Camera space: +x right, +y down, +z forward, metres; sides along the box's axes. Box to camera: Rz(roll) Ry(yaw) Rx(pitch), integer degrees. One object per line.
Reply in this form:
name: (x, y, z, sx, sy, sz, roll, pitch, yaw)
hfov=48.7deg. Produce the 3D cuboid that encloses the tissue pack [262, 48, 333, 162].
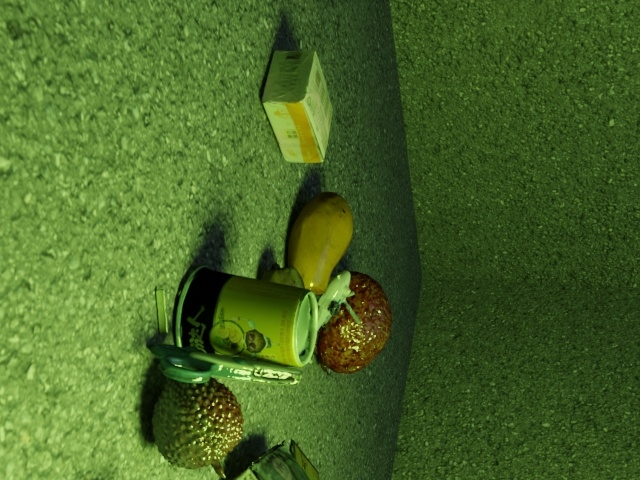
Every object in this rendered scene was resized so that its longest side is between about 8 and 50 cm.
tissue pack: (-0.055, -0.338, 1.796, 0.225, 0.124, 0.185, 68, 29, -54)

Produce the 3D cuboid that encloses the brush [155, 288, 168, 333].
brush: (-0.281, 0.126, 1.255, 0.013, 0.016, 0.084, -78, 166, -75)

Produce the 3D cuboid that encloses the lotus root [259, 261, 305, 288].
lotus root: (-0.093, 0.176, 1.729, 0.124, 0.123, 0.241, -10, 99, -65)

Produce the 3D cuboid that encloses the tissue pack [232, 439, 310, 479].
tissue pack: (-0.045, 0.648, 1.601, 0.361, 0.122, 0.259, 51, 6, 14)

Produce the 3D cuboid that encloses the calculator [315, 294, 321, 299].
calculator: (-0.014, 0.040, 2.155, 0.165, 0.028, 0.274, 28, 64, -72)

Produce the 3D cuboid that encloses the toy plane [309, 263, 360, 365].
toy plane: (0.002, 0.204, 2.003, 0.182, 0.273, 0.107, 51, 8, 27)

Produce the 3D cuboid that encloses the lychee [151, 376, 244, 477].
lychee: (-0.214, 0.326, 1.243, 0.165, 0.165, 0.197, -48, 121, -66)

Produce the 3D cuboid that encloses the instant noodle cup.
instant noodle cup: (-0.135, 0.161, 1.379, 0.215, 0.236, 0.216, 4, 90, -75)

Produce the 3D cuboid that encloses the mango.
mango: (-0.002, -0.002, 1.974, 0.187, 0.144, 0.359, 59, 37, -30)

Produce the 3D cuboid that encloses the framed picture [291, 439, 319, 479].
framed picture: (-0.032, 0.761, 2.079, 0.339, 0.014, 0.255, 70, 11, -54)

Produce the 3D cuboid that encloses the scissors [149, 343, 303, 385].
scissors: (-0.157, 0.227, 1.256, 0.138, 0.289, 0.041, 29, -76, 61)

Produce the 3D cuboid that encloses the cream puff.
cream puff: (0.113, 0.261, 2.256, 0.350, 0.228, 0.351, 4, 90, -79)
